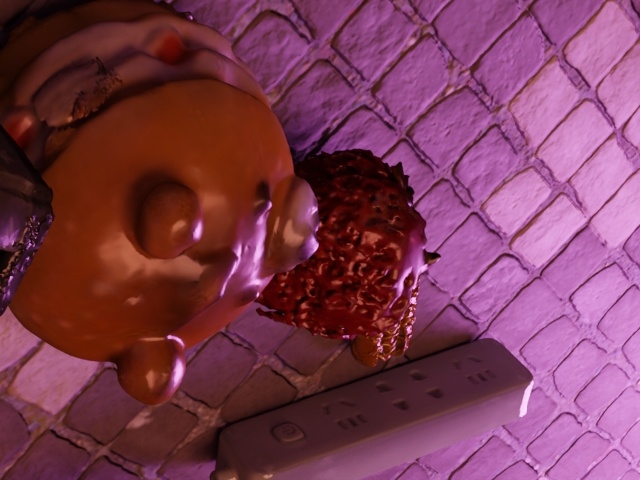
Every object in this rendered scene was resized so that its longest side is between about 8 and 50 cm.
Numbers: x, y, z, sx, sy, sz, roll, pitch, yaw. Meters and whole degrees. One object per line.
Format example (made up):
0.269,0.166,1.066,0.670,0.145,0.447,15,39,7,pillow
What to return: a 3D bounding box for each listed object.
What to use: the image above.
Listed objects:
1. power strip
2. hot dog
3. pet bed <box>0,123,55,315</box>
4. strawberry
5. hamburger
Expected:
0.053,0.193,1.692,0.385,0.091,0.062,-16,131,-30,power strip
0.067,0.056,1.619,0.071,0.045,0.165,-17,135,-27,hot dog
-0.309,-0.031,1.087,0.159,0.211,0.183,13,118,-48,pet bed
0.000,0.000,1.425,0.202,0.186,0.184,5,140,-4,strawberry
-0.137,-0.028,1.224,0.276,0.237,0.276,-24,139,-23,hamburger
